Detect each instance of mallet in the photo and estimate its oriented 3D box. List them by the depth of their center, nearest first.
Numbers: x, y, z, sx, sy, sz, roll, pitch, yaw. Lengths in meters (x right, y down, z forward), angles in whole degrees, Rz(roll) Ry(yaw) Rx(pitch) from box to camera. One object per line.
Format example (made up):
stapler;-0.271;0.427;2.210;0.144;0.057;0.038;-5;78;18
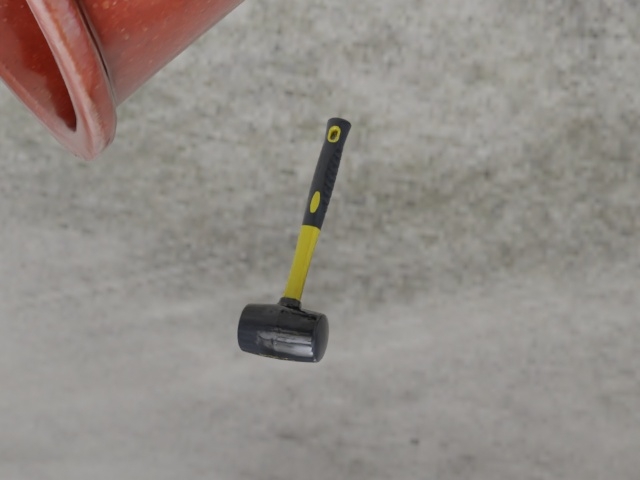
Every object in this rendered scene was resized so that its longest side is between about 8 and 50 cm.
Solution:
mallet;0.000;0.000;1.229;0.062;0.189;0.039;16;162;20

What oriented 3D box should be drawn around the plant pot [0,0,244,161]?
plant pot;-0.030;-0.207;0.457;0.265;0.272;0.272;-36;148;-11
